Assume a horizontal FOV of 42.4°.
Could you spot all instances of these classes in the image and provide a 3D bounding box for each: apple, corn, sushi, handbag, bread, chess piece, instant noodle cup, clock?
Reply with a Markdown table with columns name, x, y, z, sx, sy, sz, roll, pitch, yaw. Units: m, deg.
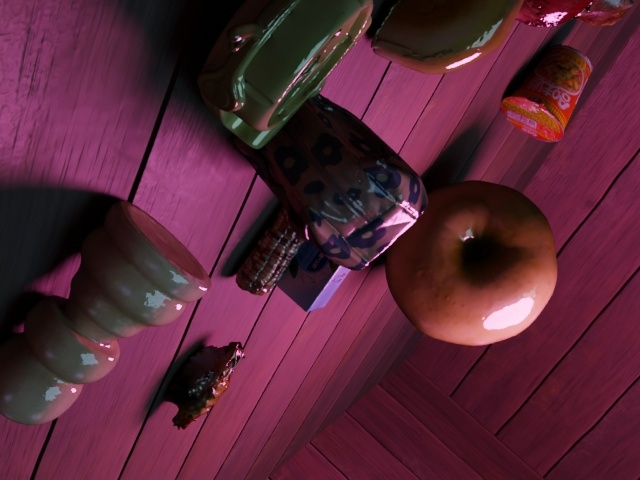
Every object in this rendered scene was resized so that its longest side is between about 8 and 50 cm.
| name | x | y | z | sx | sy | sz | roll | pitch | yaw |
| --- | --- | --- | --- | --- | --- | --- | --- | --- | --- |
| apple | 0.398 | 0.066 | 2.198 | 0.473 | 0.473 | 0.474 | -44 | 162 | -18 |
| corn | -0.069 | -0.002 | 1.489 | 0.237 | 0.079 | 0.079 | -56 | 162 | 12 |
| sushi | -0.239 | 0.289 | 1.645 | 0.226 | 0.103 | 0.097 | -57 | -171 | 15 |
| handbag | 0.006 | -0.100 | 1.184 | 0.190 | 0.251 | 0.193 | -43 | 154 | 4 |
| bread | 0.208 | -0.342 | 1.301 | 0.260 | 0.156 | 0.158 | -16 | 171 | 13 |
| chess piece | -0.294 | 0.109 | 1.035 | 0.300 | 0.167 | 0.167 | -46 | 163 | 2 |
| instant noodle cup | 0.618 | -0.405 | 2.208 | 0.212 | 0.193 | 0.193 | -56 | 164 | -10 |
| clock | -0.036 | -0.225 | 0.933 | 0.235 | 0.096 | 0.308 | -47 | 179 | 0 |

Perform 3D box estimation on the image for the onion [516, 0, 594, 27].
| name | x | y | z | sx | sy | sz | roll | pitch | yaw |
| --- | --- | --- | --- | --- | --- | --- | --- | --- | --- |
| onion | 0.376 | -0.485 | 1.367 | 0.219 | 0.252 | 0.252 | 22 | 114 | -26 |

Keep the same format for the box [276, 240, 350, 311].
| name | x | y | z | sx | sy | sz | roll | pitch | yaw |
| --- | --- | --- | --- | --- | --- | --- | --- | --- | --- |
| box | 0.000 | 0.000 | 1.540 | 0.232 | 0.142 | 0.083 | -56 | 162 | 20 |

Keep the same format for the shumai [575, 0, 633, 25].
| name | x | y | z | sx | sy | sz | roll | pitch | yaw |
| --- | --- | --- | --- | --- | --- | --- | --- | --- | --- |
| shumai | 0.543 | -0.556 | 1.605 | 0.261 | 0.222 | 0.225 | -60 | 158 | 18 |
